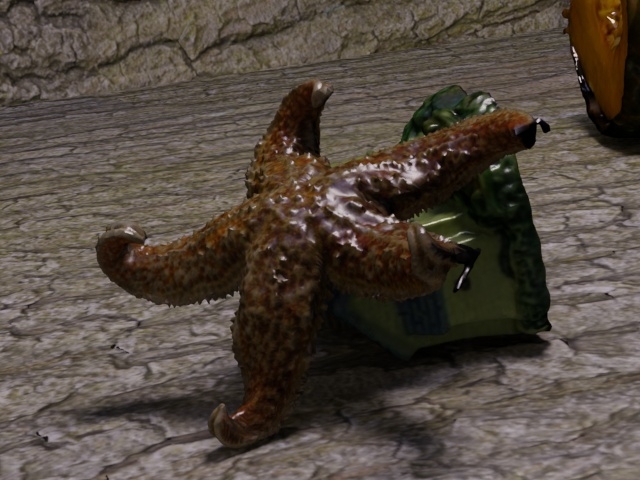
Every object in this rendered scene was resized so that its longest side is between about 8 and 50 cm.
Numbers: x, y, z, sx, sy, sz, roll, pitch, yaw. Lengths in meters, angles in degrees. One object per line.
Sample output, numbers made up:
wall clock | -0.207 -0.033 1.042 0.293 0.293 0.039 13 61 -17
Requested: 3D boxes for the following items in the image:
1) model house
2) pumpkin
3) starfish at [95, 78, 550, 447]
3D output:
model house | 0.059 -0.005 1.252 0.189 0.195 0.214 -16 18 -8
pumpkin | 0.431 -0.253 1.920 0.225 0.256 0.303 -8 19 1
starfish | -0.001 0.000 1.106 0.303 0.113 0.312 17 61 45
